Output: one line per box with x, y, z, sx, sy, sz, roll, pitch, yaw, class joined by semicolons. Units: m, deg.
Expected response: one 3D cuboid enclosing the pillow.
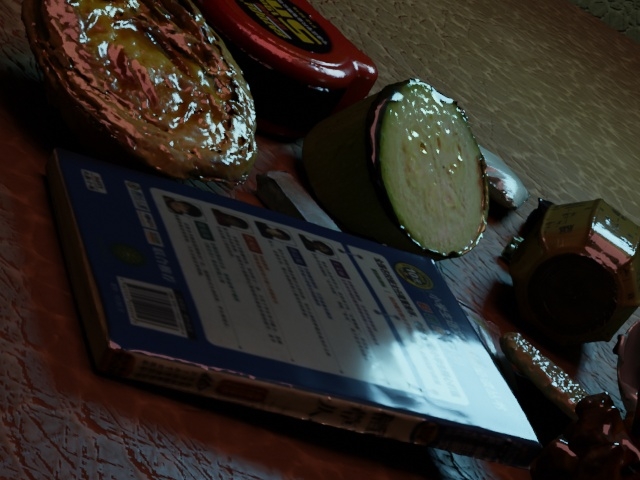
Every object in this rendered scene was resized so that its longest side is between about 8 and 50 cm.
0.189;-0.122;2.152;0.229;0.051;0.128;41;15;12;pillow

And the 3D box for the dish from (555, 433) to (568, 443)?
0.281;0.243;1.508;0.141;0.078;0.141;17;-18;6;dish

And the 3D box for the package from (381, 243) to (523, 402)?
0.134;0.086;1.658;0.171;0.027;0.173;36;16;-18;package

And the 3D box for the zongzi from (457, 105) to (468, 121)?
0.069;-0.134;2.027;0.178;0.081;0.189;17;28;35;zongzi

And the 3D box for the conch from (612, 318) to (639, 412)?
0.445;0.196;1.743;0.275;0.183;0.148;57;-2;32;conch

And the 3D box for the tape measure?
-0.075;-0.231;1.913;0.253;0.114;0.260;44;26;21;tape measure

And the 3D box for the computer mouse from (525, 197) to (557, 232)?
0.317;-0.009;2.118;0.099;0.057;0.172;36;9;6;computer mouse

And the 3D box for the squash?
0.091;-0.064;1.816;0.220;0.133;0.220;26;50;-37;squash

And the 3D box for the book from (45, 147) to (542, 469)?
-0.027;0.059;1.420;0.428;0.039;0.300;17;27;-28;book

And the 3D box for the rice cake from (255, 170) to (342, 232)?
0.000;0.000;1.643;0.043;0.034;0.211;-1;41;-44;rice cake

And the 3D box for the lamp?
0.304;0.036;1.867;0.161;0.161;0.185;37;23;4;lamp

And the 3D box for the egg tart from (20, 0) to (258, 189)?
-0.184;-0.151;1.579;0.297;0.132;0.297;33;33;-25;egg tart

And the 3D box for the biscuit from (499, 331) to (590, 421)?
0.265;0.169;1.623;0.220;0.033;0.220;41;5;-4;biscuit

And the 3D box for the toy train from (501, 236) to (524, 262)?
0.265;0.023;1.996;0.083;0.033;0.053;28;17;-17;toy train

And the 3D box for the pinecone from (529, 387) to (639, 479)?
0.297;0.239;1.312;0.244;0.244;0.309;20;24;-35;pinecone
